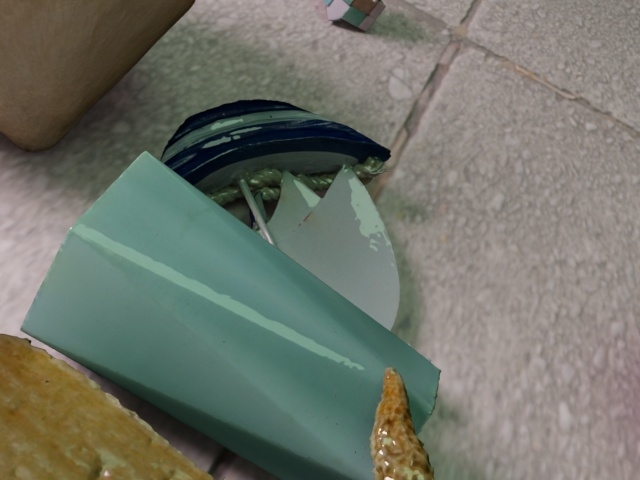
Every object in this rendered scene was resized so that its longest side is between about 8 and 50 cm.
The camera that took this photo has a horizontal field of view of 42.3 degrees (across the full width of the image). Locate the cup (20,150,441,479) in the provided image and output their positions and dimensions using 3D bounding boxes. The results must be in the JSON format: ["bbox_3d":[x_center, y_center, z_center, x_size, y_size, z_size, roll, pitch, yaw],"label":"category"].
[{"bbox_3d":[-0.050,0.070,0.526,0.235,0.148,0.134,36,24,1],"label":"cup"}]

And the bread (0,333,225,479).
[{"bbox_3d":[-0.133,0.177,0.420,0.286,0.056,0.207,38,42,10],"label":"bread"}]

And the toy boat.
[{"bbox_3d":[-0.030,-0.007,0.660,0.210,0.070,0.292,6,51,-13],"label":"toy boat"}]

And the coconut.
[{"bbox_3d":[-0.234,-0.228,0.626,0.328,0.329,0.329,15,43,-14],"label":"coconut"}]

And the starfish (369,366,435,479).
[{"bbox_3d":[0.039,0.229,0.375,0.347,0.078,0.358,1,68,-24],"label":"starfish"}]

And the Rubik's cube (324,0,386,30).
[{"bbox_3d":[0.047,-0.294,0.983,0.084,0.075,0.073,0,45,-29],"label":"Rubik's cube"}]
